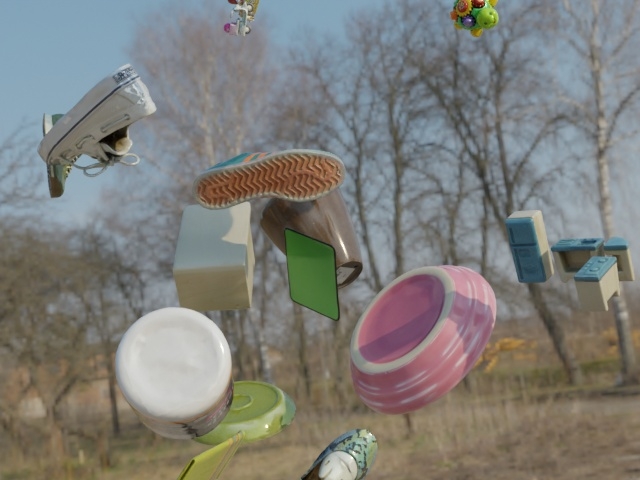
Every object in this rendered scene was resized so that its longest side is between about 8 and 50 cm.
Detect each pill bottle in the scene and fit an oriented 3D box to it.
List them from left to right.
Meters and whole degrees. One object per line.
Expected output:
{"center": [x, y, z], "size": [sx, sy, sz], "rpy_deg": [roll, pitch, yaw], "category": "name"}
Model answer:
{"center": [-0.209, 0.209, 1.462], "size": [0.162, 0.162, 0.278], "rpy_deg": [-7, -18, -6], "category": "pill bottle"}

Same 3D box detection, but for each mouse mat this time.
{"center": [-0.019, 0.073, 2.115], "size": [0.153, 0.189, 0.007], "rpy_deg": [22, 39, 39], "category": "mouse mat"}

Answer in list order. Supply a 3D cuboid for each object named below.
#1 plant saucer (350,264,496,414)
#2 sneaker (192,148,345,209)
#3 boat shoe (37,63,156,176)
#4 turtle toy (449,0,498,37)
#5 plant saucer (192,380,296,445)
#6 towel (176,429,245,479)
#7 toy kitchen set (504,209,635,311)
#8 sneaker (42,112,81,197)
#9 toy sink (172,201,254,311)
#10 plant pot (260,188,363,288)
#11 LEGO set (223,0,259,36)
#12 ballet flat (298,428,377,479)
{"center": [0.177, 0.171, 1.879], "size": [0.332, 0.332, 0.084], "rpy_deg": [-16, -51, 46], "category": "plant saucer"}
{"center": [-0.100, -0.135, 1.951], "size": [0.302, 0.108, 0.121], "rpy_deg": [-6, 21, 5], "category": "sneaker"}
{"center": [-0.431, -0.203, 1.965], "size": [0.367, 0.156, 0.136], "rpy_deg": [-30, 9, 44], "category": "boat shoe"}
{"center": [0.325, -0.480, 2.069], "size": [0.066, 0.095, 0.130], "rpy_deg": [7, 24, -49], "category": "turtle toy"}
{"center": [-0.171, 0.345, 2.024], "size": [0.241, 0.037, 0.241], "rpy_deg": [-6, 19, 2], "category": "plant saucer"}
{"center": [-0.193, 0.377, 1.637], "size": [0.021, 0.102, 0.237], "rpy_deg": [33, 8, 13], "category": "towel"}
{"center": [0.388, 0.031, 1.614], "size": [0.207, 0.122, 0.166], "rpy_deg": [-3, 20, 39], "category": "toy kitchen set"}
{"center": [-0.554, -0.188, 2.145], "size": [0.086, 0.192, 0.064], "rpy_deg": [-4, -13, -20], "category": "sneaker"}
{"center": [-0.225, 0.037, 2.138], "size": [0.153, 0.131, 0.234], "rpy_deg": [-4, 37, 1], "category": "toy sink"}
{"center": [0.000, 0.000, 2.356], "size": [0.215, 0.230, 0.215], "rpy_deg": [-22, -32, -15], "category": "plant pot"}
{"center": [-0.194, -0.560, 2.259], "size": [0.107, 0.132, 0.287], "rpy_deg": [16, 20, -8], "category": "LEGO set"}
{"center": [0.003, 0.326, 1.302], "size": [0.188, 0.070, 0.070], "rpy_deg": [-49, -21, 12], "category": "ballet flat"}
